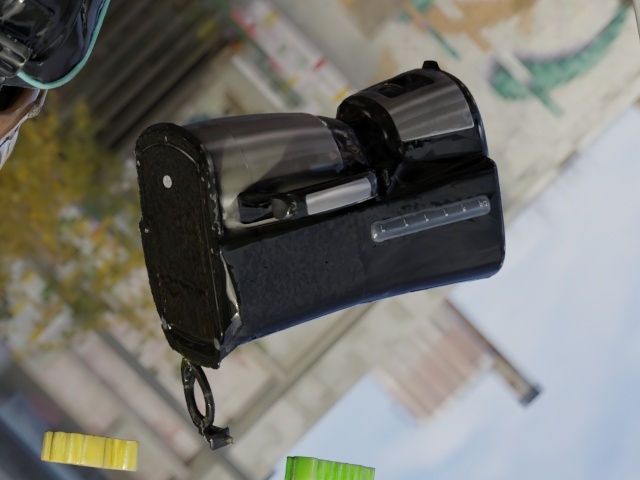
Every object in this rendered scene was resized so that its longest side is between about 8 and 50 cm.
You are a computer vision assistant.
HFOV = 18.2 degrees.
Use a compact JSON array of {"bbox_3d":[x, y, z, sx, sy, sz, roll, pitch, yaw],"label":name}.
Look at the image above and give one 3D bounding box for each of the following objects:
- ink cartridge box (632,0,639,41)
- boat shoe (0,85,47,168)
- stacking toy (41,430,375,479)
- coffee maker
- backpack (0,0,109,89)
[{"bbox_3d":[0.249,-0.118,0.833,0.239,0.275,0.060,-11,162,10],"label":"ink cartridge box"},{"bbox_3d":[-0.172,-0.150,0.959,0.120,0.123,0.324,-32,-131,36],"label":"boat shoe"},{"bbox_3d":[-0.063,0.198,1.114,0.052,0.221,0.167,-7,-105,57],"label":"stacking toy"},{"bbox_3d":[0.000,0.000,1.097,0.178,0.120,0.171,-13,127,-26],"label":"coffee maker"},{"bbox_3d":[-0.145,-0.169,0.779,0.144,0.166,0.188,9,-114,43],"label":"backpack"}]
